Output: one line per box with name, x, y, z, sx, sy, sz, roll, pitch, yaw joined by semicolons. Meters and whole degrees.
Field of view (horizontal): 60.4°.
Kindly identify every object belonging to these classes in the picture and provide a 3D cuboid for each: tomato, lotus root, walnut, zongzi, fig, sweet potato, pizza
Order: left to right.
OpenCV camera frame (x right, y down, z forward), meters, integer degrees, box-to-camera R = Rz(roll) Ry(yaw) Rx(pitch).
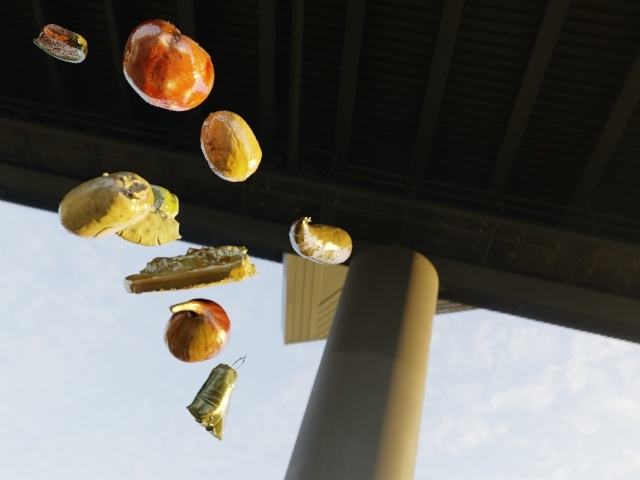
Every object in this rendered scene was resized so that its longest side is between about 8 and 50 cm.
lotus root;-0.539;-0.084;1.363;0.284;0.160;0.146;-22;-102;30
tomato;-0.377;-0.422;1.362;0.232;0.232;0.188;36;-85;-13
fig;-0.313;0.212;1.420;0.175;0.175;0.207;17;-52;4
pizza;-0.254;0.057;1.164;0.323;0.223;0.089;-9;-87;28
zongzi;-0.183;0.303;1.079;0.062;0.154;0.130;11;-35;34
walnut;-0.256;-0.265;1.544;0.159;0.159;0.206;-24;-85;33
sweet potato;-0.005;0.002;1.658;0.130;0.130;0.423;-5;-12;22

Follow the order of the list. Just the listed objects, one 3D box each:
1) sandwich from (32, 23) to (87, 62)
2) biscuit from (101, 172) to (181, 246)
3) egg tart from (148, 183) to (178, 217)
sandwich;-0.406;-0.312;0.868;0.069;0.026;0.101;34;-20;-35
biscuit;-0.536;-0.060;1.577;0.141;0.038;0.290;-44;-57;10
egg tart;-0.585;-0.118;1.862;0.197;0.197;0.078;13;-26;7
